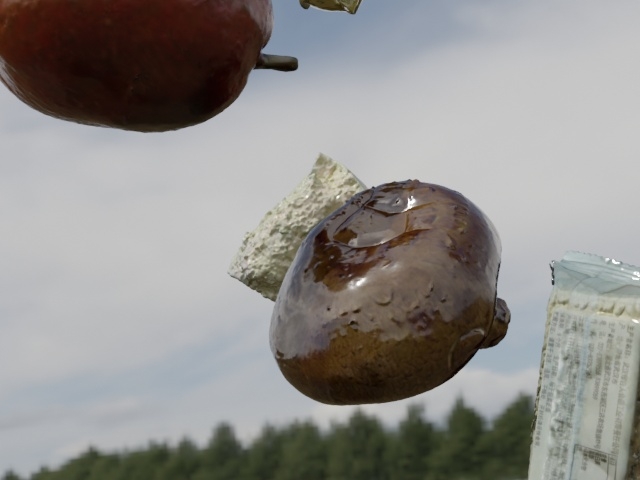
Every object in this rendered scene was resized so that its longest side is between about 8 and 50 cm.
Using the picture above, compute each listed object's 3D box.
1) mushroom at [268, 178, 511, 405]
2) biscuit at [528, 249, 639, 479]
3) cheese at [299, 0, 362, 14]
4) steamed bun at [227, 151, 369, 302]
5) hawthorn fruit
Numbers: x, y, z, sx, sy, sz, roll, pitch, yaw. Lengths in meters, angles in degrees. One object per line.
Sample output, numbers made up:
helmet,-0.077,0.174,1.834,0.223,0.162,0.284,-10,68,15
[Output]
mushroom,0.051,0.035,1.256,0.194,0.138,0.231,-7,21,4
biscuit,0.255,0.167,1.445,0.079,0.309,0.186,4,1,-35
cheese,-0.028,-0.375,1.635,0.128,0.316,0.259,-31,-17,34
steamed bun,0.000,0.000,2.325,0.200,0.225,0.170,28,6,-15
hawthorn fruit,-0.143,-0.187,1.292,0.261,0.224,0.224,23,-8,5
